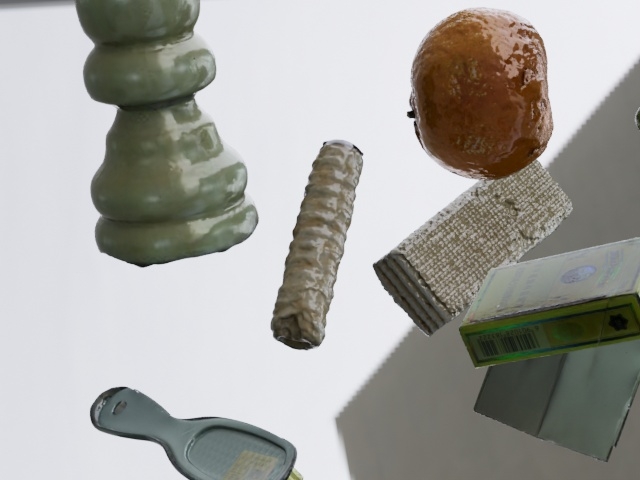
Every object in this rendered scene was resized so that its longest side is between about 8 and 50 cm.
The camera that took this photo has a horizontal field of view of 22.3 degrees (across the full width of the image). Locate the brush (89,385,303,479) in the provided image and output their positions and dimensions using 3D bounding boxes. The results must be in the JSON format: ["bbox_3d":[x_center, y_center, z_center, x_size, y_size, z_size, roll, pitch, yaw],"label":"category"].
[{"bbox_3d":[-0.105,0.185,1.412,0.297,0.068,0.060,14,-33,52],"label":"brush"}]

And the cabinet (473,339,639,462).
[{"bbox_3d":[0.336,0.172,2.199,0.145,0.150,0.206,18,-93,58],"label":"cabinet"}]

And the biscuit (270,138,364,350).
[{"bbox_3d":[0.000,0.000,1.577,0.061,0.055,0.219,-5,-118,41],"label":"biscuit"}]

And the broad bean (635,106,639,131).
[{"bbox_3d":[0.355,-0.109,1.669,0.063,0.045,0.083,44,-5,42],"label":"broad bean"}]

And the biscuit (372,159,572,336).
[{"bbox_3d":[0.237,-0.005,2.398,0.144,0.426,0.078,50,-48,2],"label":"biscuit"}]

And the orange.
[{"bbox_3d":[0.175,-0.162,1.790,0.193,0.161,0.193,-3,90,-89],"label":"orange"}]

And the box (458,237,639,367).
[{"bbox_3d":[0.282,0.069,1.847,0.220,0.141,0.064,-11,-67,30],"label":"box"}]

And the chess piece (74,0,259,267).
[{"bbox_3d":[-0.177,-0.156,1.745,0.182,0.182,0.330,-148,-133,-63],"label":"chess piece"}]
